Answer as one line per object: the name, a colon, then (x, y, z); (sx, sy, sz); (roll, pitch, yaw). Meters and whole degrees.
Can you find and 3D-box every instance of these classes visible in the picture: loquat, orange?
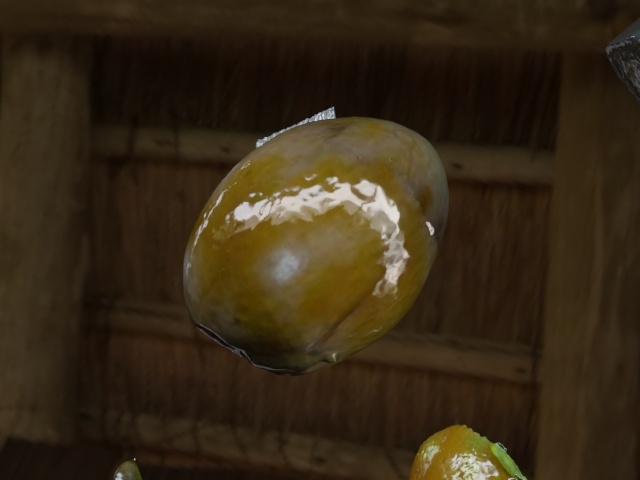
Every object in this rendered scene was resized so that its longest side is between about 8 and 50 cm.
loquat: (0.000, 0.000, 1.147); (0.179, 0.227, 0.179); (42, -9, 8)
orange: (0.249, 0.420, 2.132); (0.334, 0.196, 0.262); (48, -32, 22)

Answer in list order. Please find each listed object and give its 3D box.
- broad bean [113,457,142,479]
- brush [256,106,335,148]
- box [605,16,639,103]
broad bean: (-0.073, 0.325, 1.188); (0.061, 0.077, 0.339); (-42, -103, 37)
brush: (-0.011, -0.007, 1.527); (0.103, 0.272, 0.013); (-22, -33, 23)
box: (0.435, -0.152, 1.522); (0.274, 0.178, 0.138); (55, -8, -4)
